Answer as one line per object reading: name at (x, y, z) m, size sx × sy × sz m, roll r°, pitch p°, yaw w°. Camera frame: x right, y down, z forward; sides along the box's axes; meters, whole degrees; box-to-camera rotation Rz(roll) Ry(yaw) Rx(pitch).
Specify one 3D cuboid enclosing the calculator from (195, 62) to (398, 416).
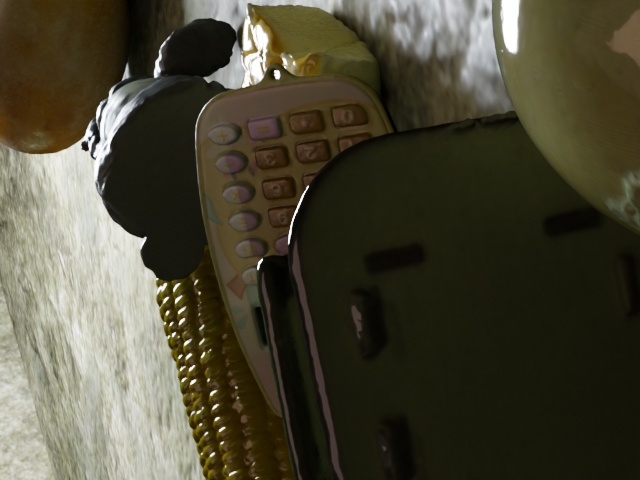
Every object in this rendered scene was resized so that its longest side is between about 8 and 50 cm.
calculator at (0.000, 0.000, 0.862) m, size 0.157 × 0.033 × 0.237 m, roll -5°, pitch 107°, yaw 28°

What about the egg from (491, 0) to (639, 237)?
egg at (0.141, -0.067, 0.394) m, size 0.201 × 0.164 × 0.164 m, roll 29°, pitch 128°, yaw 47°

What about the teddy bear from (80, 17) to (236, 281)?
teddy bear at (-0.105, -0.089, 1.110) m, size 0.171 × 0.144 × 0.251 m, roll -56°, pitch 19°, yaw 15°

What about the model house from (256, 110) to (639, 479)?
model house at (0.071, 0.064, 0.630) m, size 0.278 × 0.204 × 0.218 m, roll 162°, pitch 97°, yaw -77°

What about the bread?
bread at (-0.011, -0.062, 0.933) m, size 0.125 × 0.068 × 0.188 m, roll -131°, pitch 36°, yaw -53°

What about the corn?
corn at (-0.044, 0.159, 1.063) m, size 0.120 × 0.120 × 0.363 m, roll 116°, pitch 137°, yaw -58°

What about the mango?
mango at (-0.294, -0.254, 1.432) m, size 0.384 × 0.198 × 0.222 m, roll 120°, pitch 144°, yaw -43°
